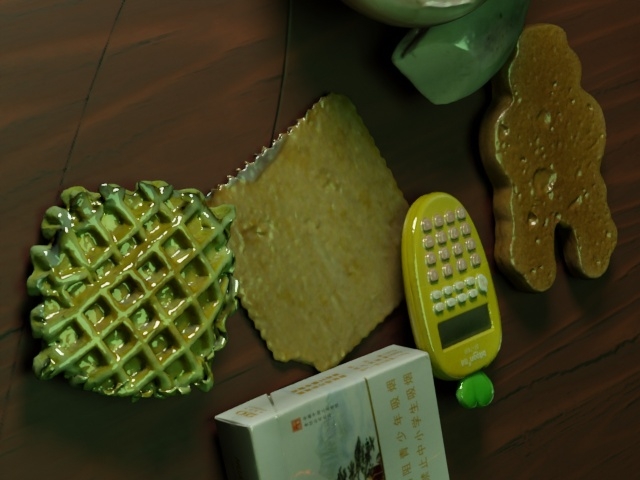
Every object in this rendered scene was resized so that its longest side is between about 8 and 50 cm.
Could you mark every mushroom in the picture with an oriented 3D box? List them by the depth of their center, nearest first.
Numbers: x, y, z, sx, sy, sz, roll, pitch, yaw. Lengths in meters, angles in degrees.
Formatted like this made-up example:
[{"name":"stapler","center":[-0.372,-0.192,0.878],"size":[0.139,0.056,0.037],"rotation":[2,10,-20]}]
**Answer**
[{"name":"mushroom","center":[0.170,-0.259,1.802],"size":[0.118,0.103,0.270],"rotation":[48,54,-33]}]

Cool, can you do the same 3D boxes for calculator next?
[{"name":"calculator","center":[0.139,0.065,1.795],"size":[0.146,0.032,0.235],"rotation":[-17,98,-52]}]

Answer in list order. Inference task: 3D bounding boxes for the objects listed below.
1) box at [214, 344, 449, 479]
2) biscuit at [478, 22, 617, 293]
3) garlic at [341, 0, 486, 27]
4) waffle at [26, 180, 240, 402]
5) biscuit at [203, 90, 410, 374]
[{"name":"box","center":[0.016,0.211,1.703],"size":[0.233,0.067,0.150],"rotation":[-19,103,-35]},{"name":"biscuit","center":[0.248,-0.092,1.889],"size":[0.186,0.044,0.295],"rotation":[-10,98,-39]},{"name":"garlic","center":[0.082,-0.344,1.681],"size":[0.325,0.132,0.279],"rotation":[7,71,-18]},{"name":"waffle","center":[-0.169,0.045,1.573],"size":[0.214,0.054,0.208],"rotation":[11,84,-31]},{"name":"biscuit","center":[0.000,0.000,1.724],"size":[0.232,0.013,0.237],"rotation":[-42,114,-28]}]
